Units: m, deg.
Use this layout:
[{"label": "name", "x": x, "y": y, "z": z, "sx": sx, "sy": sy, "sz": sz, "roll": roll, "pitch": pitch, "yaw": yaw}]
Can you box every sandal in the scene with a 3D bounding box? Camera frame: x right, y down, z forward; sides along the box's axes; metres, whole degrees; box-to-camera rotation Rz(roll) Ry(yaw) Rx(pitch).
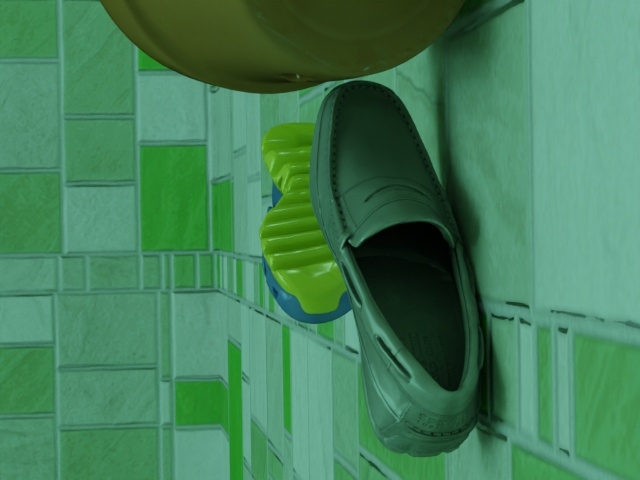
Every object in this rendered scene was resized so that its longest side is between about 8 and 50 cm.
[{"label": "sandal", "x": 0.000, "y": 0.000, "z": 1.593, "sx": 0.317, "sy": 0.126, "sz": 0.138, "roll": -89, "pitch": -1, "yaw": -61}]

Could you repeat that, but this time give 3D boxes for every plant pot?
[{"label": "plant pot", "x": -0.014, "y": -0.237, "z": 1.160, "sx": 0.203, "sy": 0.291, "sz": 0.290, "roll": -145, "pitch": 52, "yaw": -60}]

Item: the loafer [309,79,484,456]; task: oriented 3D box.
[{"label": "loafer", "x": 0.063, "y": 0.003, "z": 1.187, "sx": 0.111, "sy": 0.112, "sz": 0.319, "roll": 111, "pitch": 149, "yaw": -56}]
